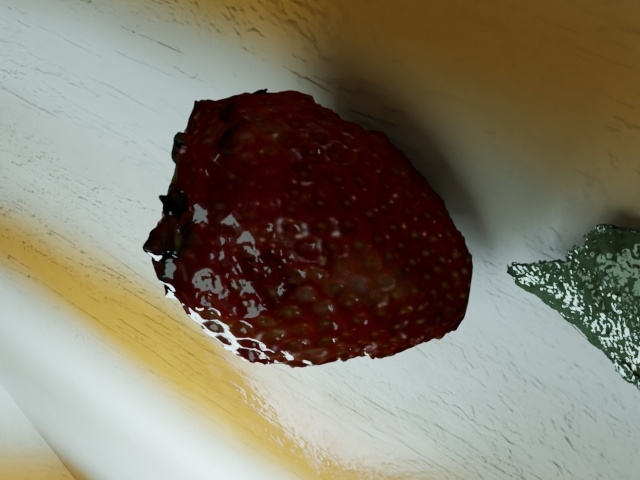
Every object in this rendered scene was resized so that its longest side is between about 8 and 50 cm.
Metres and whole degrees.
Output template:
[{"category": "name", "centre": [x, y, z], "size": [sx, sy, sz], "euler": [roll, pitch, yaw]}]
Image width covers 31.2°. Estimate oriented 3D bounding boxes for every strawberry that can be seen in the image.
[{"category": "strawberry", "centre": [0.000, 0.000, 1.026], "size": [0.288, 0.250, 0.239], "euler": [20, 106, 6]}]

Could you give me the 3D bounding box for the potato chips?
[{"category": "potato chips", "centre": [0.261, 0.057, 0.911], "size": [0.228, 0.059, 0.167], "euler": [-26, 93, 56]}]
